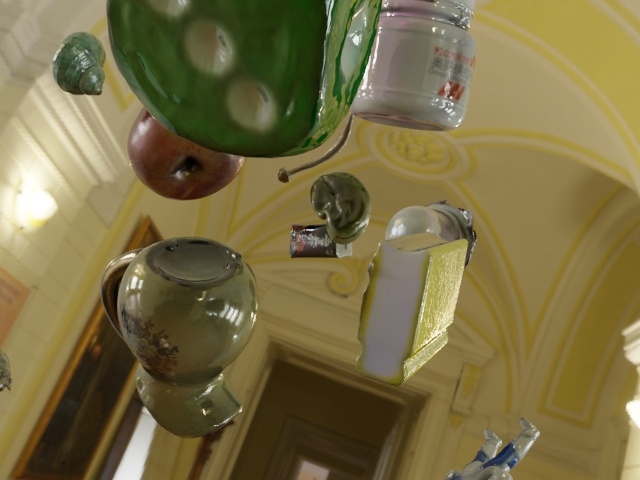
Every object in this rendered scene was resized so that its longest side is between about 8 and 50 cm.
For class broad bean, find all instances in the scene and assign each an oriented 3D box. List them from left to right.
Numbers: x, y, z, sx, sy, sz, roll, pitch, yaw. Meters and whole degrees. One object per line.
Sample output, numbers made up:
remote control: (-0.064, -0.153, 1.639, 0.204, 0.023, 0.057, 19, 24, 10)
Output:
broad bean: (0.054, -0.095, 1.787, 0.153, 0.207, 0.072, -13, -22, 0)

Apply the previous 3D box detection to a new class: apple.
apple: (-0.376, -0.285, 1.977, 0.348, 0.277, 0.349, -11, -39, -9)

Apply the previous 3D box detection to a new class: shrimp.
shrimp: (-0.607, 0.207, 1.247, 0.223, 0.047, 0.126, 27, -31, 52)

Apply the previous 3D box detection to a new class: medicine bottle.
medicine bottle: (0.203, -0.407, 1.453, 0.256, 0.325, 0.256, 10, 3, -1)

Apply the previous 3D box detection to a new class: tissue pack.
tissue pack: (0.001, 0.000, 1.933, 0.170, 0.103, 0.090, -3, -3, 36)

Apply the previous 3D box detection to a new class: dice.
dice: (-0.087, -0.310, 0.932, 0.300, 0.287, 0.297, 19, -49, 12)

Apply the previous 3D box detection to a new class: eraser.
eraser: (0.116, 0.074, 0.844, 0.069, 0.158, 0.226, 16, 9, 22)

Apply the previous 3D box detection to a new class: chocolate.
chocolate: (0.222, -0.004, 1.492, 0.221, 0.221, 0.147, 7, -10, 34)

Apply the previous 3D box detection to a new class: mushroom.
mushroom: (0.011, -0.245, 1.812, 0.306, 0.043, 0.068, -37, -33, 19)

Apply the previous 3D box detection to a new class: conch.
conch: (-0.647, -0.480, 1.876, 0.121, 0.188, 0.176, -6, -2, 23)

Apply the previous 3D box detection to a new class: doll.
doll: (0.155, 0.287, 0.769, 0.057, 0.227, 0.114, 50, -31, -2)

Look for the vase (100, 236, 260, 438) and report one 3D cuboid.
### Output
vase: (-0.268, 0.143, 1.226, 0.329, 0.241, 0.302, 24, -58, 25)
